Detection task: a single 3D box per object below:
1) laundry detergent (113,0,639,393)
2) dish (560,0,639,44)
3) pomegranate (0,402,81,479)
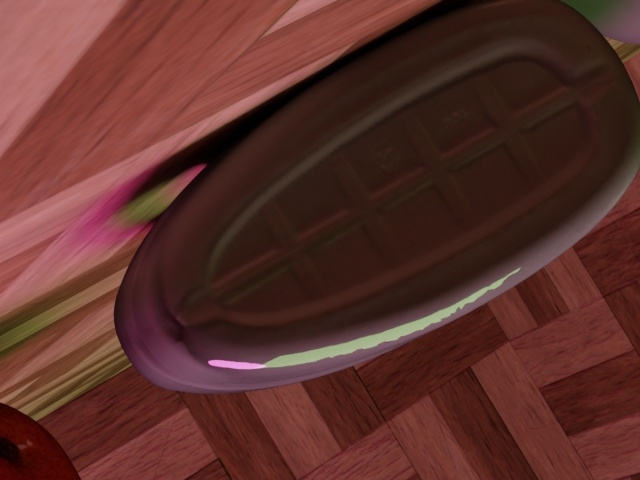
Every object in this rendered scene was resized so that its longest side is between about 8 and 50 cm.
[{"bbox_3d":[0.000,0.000,0.979,0.264,0.125,0.398,-32,180,-12],"label":"laundry detergent"},{"bbox_3d":[0.225,-0.160,0.928,0.246,0.078,0.224,-33,176,36],"label":"dish"},{"bbox_3d":[-0.260,0.220,1.159,0.256,0.221,0.221,-39,175,26],"label":"pomegranate"}]
